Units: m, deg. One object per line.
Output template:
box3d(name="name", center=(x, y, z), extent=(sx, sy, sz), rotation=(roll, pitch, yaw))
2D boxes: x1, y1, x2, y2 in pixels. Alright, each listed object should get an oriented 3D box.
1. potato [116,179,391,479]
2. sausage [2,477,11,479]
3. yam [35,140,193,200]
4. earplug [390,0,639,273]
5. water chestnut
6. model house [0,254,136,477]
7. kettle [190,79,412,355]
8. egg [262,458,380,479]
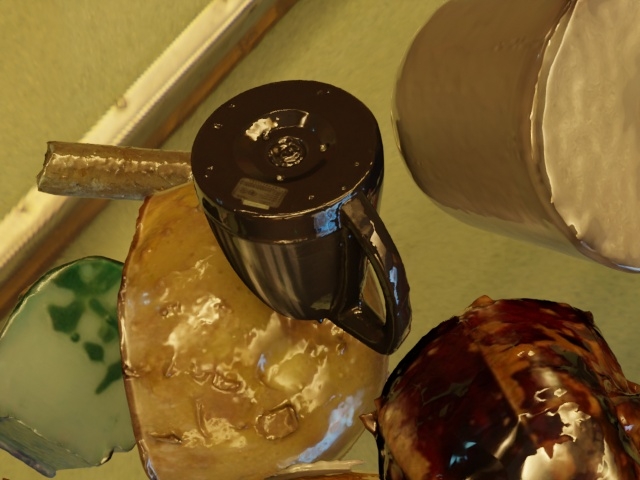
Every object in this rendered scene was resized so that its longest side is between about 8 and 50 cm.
box3d(name="potato", center=(-0.071, 0.121, 1.544), extent=(0.319, 0.385, 0.442), rotation=(-9, 91, 10))
box3d(name="sausage", center=(-0.334, 0.390, 1.244), extent=(0.108, 0.109, 0.271), rotation=(-18, 113, -9))
box3d(name="yam", center=(-0.328, -0.110, 1.818), extent=(0.259, 0.093, 0.093), rotation=(3, 88, -24))
box3d(name="earplug", center=(0.249, -0.148, 1.234), extent=(0.312, 0.394, 0.313), rotation=(-4, 100, -24))
box3d(name="water chestnut", center=(0.186, 0.176, 0.866), extent=(0.299, 0.300, 0.300), rotation=(0, 89, -9))
box3d(name="model house", center=(-0.401, 0.200, 1.711), extent=(0.251, 0.329, 0.295), rotation=(33, 61, -17))
box3d(name="kettle", center=(-0.004, -0.013, 1.270), extent=(0.250, 0.271, 0.207), rotation=(8, 52, 13))
box3d(name="egg", center=(0.060, 0.358, 1.297), extent=(0.264, 0.286, 0.174), rotation=(1, 87, -44))
